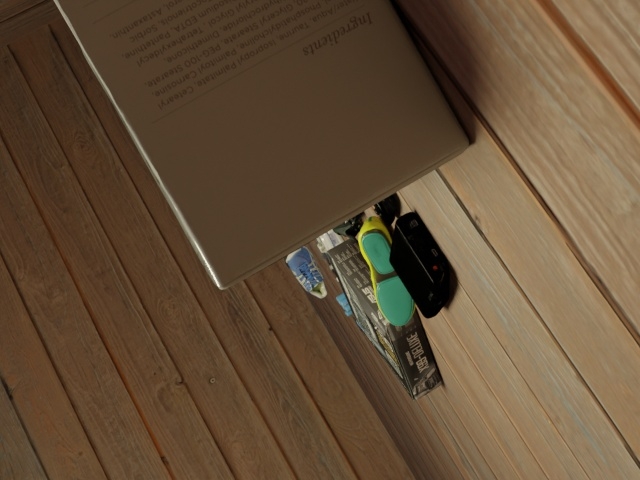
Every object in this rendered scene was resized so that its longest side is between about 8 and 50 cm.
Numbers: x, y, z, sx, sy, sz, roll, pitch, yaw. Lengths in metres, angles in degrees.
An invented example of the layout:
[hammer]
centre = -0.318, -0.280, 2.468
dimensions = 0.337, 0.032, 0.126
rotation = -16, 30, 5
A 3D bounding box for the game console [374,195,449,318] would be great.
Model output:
[game console]
centre = 0.106, -0.044, 1.418
dimensions = 0.361, 0.044, 0.213
rotation = 59, 172, 17

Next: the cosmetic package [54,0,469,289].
[cosmetic package]
centre = -0.082, -0.185, 1.060
dimensions = 0.394, 0.327, 0.329
rotation = 60, 172, -1

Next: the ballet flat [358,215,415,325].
[ballet flat]
centre = 0.126, 0.052, 1.590
dimensions = 0.077, 0.077, 0.231
rotation = -91, -18, -57

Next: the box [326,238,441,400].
[box]
centre = 0.138, 0.167, 1.868
dimensions = 0.307, 0.076, 0.243
rotation = 52, 168, 52

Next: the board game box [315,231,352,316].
[board game box]
centre = 0.000, 0.000, 2.276
dimensions = 0.390, 0.050, 0.390
rotation = 59, 173, 15

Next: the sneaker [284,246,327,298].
[sneaker]
centre = -0.033, 0.087, 2.376
dimensions = 0.081, 0.080, 0.211
rotation = 46, 175, 40

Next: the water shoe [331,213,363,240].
[water shoe]
centre = 0.049, -0.073, 1.677
dimensions = 0.080, 0.073, 0.203
rotation = 29, 160, 20
